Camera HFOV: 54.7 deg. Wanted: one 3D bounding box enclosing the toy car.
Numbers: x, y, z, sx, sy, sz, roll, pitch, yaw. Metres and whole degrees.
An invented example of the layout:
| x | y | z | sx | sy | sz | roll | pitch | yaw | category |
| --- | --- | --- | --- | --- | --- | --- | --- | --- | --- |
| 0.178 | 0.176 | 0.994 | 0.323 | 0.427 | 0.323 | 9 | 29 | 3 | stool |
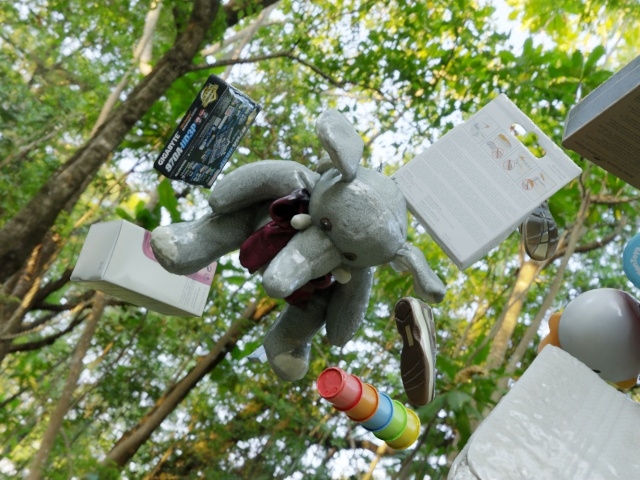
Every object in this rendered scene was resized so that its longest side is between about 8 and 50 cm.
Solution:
| x | y | z | sx | sy | sz | roll | pitch | yaw | category |
| --- | --- | --- | --- | --- | --- | --- | --- | --- | --- |
| 0.376 | 0.122 | 0.732 | 0.219 | 0.210 | 0.238 | 14 | -36 | -42 | toy car |

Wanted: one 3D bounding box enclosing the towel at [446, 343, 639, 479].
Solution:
| x | y | z | sx | sy | sz | roll | pitch | yaw | category |
| --- | --- | --- | --- | --- | --- | --- | --- | --- | --- |
| 0.239 | 0.209 | 0.563 | 0.187 | 0.282 | 0.049 | 38 | -56 | 23 | towel |

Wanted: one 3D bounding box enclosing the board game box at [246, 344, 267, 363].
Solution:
| x | y | z | sx | sy | sz | roll | pitch | yaw | category |
| --- | --- | --- | --- | --- | --- | --- | --- | --- | --- |
| -0.121 | 0.254 | 1.452 | 0.020 | 0.090 | 0.090 | 57 | -26 | -7 | board game box |

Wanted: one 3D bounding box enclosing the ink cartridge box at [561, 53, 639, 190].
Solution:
| x | y | z | sx | sy | sz | roll | pitch | yaw | category |
| --- | --- | --- | --- | --- | --- | --- | --- | --- | --- |
| 0.553 | -0.178 | 1.008 | 0.235 | 0.088 | 0.193 | 27 | -29 | -11 | ink cartridge box |

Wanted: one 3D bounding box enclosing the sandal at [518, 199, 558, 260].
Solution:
| x | y | z | sx | sy | sz | roll | pitch | yaw | category |
| --- | --- | --- | --- | --- | --- | --- | --- | --- | --- |
| 0.394 | -0.034 | 1.153 | 0.072 | 0.180 | 0.049 | 11 | -36 | -14 | sandal |

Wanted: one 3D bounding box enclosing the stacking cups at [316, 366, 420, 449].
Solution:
| x | y | z | sx | sy | sz | roll | pitch | yaw | category |
| --- | --- | --- | --- | --- | --- | --- | --- | --- | --- |
| 0.097 | 0.334 | 1.264 | 0.096 | 0.096 | 0.316 | 0 | -32 | 38 | stacking cups |

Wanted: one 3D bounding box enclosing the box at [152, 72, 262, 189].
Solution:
| x | y | z | sx | sy | sz | roll | pitch | yaw | category |
| --- | --- | --- | --- | --- | --- | --- | --- | --- | --- |
| -0.226 | -0.215 | 1.268 | 0.051 | 0.220 | 0.175 | 37 | 9 | 15 | box |

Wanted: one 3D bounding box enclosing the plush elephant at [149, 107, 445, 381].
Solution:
| x | y | z | sx | sy | sz | roll | pitch | yaw | category |
| --- | --- | --- | --- | --- | --- | --- | --- | --- | --- |
| 0.000 | 0.000 | 0.736 | 0.271 | 0.330 | 0.255 | 52 | -11 | -5 | plush elephant |

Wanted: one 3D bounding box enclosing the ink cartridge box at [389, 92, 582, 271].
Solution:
| x | y | z | sx | sy | sz | roll | pitch | yaw | category |
| --- | --- | --- | --- | --- | --- | --- | --- | --- | --- |
| 0.245 | -0.090 | 0.946 | 0.181 | 0.225 | 0.056 | 53 | -1 | 21 | ink cartridge box |

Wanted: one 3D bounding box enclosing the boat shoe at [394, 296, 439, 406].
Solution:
| x | y | z | sx | sy | sz | roll | pitch | yaw | category |
| --- | --- | --- | --- | --- | --- | --- | --- | --- | --- |
| 0.248 | 0.262 | 1.472 | 0.095 | 0.257 | 0.095 | 10 | -22 | -35 | boat shoe |

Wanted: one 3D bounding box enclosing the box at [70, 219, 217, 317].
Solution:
| x | y | z | sx | sy | sz | roll | pitch | yaw | category |
| --- | --- | --- | --- | --- | --- | --- | --- | --- | --- |
| -0.356 | 0.062 | 1.264 | 0.149 | 0.126 | 0.232 | -4 | -26 | 45 | box |
